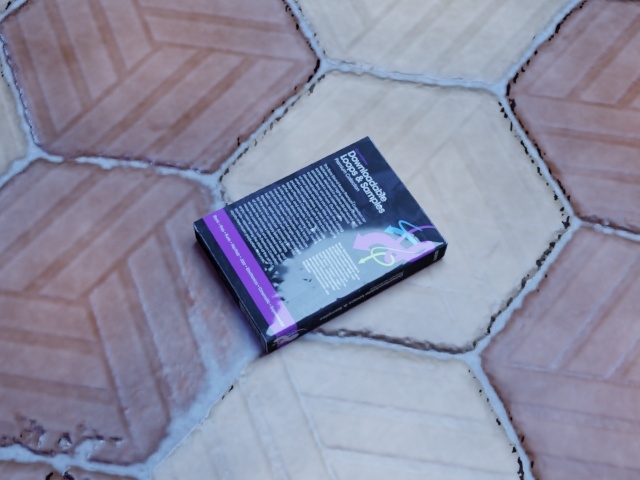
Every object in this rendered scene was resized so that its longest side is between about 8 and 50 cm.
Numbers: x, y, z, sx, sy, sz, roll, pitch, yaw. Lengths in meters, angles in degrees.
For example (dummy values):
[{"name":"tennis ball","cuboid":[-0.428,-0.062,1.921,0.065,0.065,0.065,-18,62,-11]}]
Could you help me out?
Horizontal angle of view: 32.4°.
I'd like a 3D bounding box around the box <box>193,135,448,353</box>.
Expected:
[{"name":"box","cuboid":[0.000,0.000,0.852,0.162,0.029,0.116,-28,66,-13]}]
